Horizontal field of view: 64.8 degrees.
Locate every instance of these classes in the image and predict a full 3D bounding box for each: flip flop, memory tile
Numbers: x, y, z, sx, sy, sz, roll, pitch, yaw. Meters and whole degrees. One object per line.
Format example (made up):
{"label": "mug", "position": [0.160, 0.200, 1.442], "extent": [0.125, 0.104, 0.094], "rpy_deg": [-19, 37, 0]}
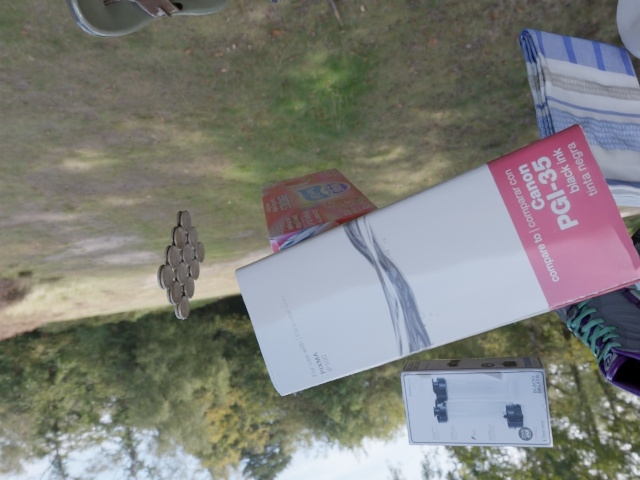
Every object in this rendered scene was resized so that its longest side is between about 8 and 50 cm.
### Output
{"label": "flip flop", "position": [-0.229, -0.363, 0.725], "extent": [0.080, 0.112, 0.277], "rpy_deg": [11, -150, 42]}
{"label": "memory tile", "position": [-0.215, 0.036, 0.786], "extent": [0.012, 0.148, 0.113], "rpy_deg": [-2, 138, 8]}

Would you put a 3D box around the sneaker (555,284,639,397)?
{"label": "sneaker", "position": [0.307, 0.096, 0.527], "extent": [0.098, 0.083, 0.223], "rpy_deg": [-4, -150, -28]}

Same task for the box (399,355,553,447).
{"label": "box", "position": [0.326, 0.341, 1.076], "extent": [0.290, 0.169, 0.087], "rpy_deg": [-8, -177, 18]}

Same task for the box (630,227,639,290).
{"label": "box", "position": [0.604, 0.047, 0.830], "extent": [0.147, 0.077, 0.180], "rpy_deg": [-42, -140, -12]}

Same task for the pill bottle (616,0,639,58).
{"label": "pill bottle", "position": [0.666, -0.331, 0.721], "extent": [0.393, 0.223, 0.224], "rpy_deg": [7, 169, -15]}

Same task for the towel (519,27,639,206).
{"label": "towel", "position": [0.396, -0.176, 0.713], "extent": [0.210, 0.284, 0.034], "rpy_deg": [4, 156, -16]}

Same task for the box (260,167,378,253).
{"label": "box", "position": [0.000, 0.000, 0.760], "extent": [0.142, 0.154, 0.300], "rpy_deg": [-16, -161, -3]}

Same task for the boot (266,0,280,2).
{"label": "boot", "position": [-0.184, -0.506, 0.532], "extent": [0.445, 0.366, 0.146], "rpy_deg": [-3, -157, -44]}

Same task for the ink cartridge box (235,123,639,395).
{"label": "ink cartridge box", "position": [0.096, 0.019, 0.458], "extent": [0.283, 0.117, 0.207], "rpy_deg": [-22, 177, 18]}
